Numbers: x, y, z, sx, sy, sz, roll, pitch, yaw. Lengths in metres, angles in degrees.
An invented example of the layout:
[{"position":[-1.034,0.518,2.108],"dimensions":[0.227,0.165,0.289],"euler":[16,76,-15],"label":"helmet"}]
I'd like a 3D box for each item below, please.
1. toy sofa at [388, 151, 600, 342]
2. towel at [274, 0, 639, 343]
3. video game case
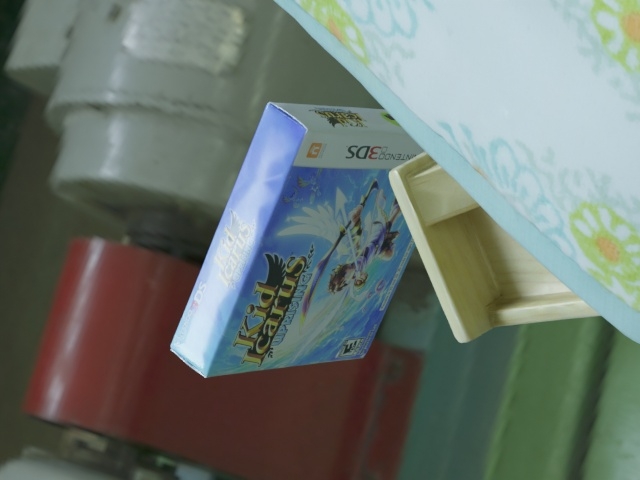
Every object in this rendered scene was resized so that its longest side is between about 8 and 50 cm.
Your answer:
[{"position":[0.234,-0.038,1.212],"dimensions":[0.362,0.177,0.150],"euler":[-11,106,54],"label":"toy sofa"},{"position":[0.063,-0.146,0.691],"dimensions":[0.090,0.320,0.374],"euler":[-40,67,-18],"label":"towel"},{"position":[0.000,0.000,1.701],"dimensions":[0.061,0.244,0.269],"euler":[37,114,34],"label":"video game case"}]
